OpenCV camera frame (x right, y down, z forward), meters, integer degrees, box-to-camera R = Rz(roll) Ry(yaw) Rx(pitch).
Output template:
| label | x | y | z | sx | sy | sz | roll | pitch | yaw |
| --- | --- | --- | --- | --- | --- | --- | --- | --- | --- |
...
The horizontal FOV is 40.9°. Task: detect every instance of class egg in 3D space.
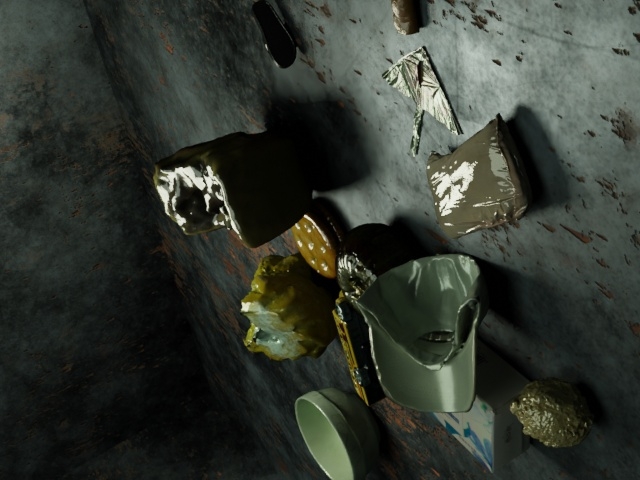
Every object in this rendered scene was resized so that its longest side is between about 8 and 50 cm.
| label | x | y | z | sx | sy | sz | roll | pitch | yaw |
| --- | --- | --- | --- | --- | --- | --- | --- | --- | --- |
| egg | 0.415 | 0.305 | 1.527 | 0.140 | 0.118 | 0.116 | 31 | 164 | 28 |

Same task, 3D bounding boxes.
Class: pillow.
| label | x | y | z | sx | sy | sz | roll | pitch | yaw |
| --- | --- | --- | --- | --- | --- | --- | --- | --- | --- |
| pillow | 0.262 | -0.100 | 1.464 | 0.173 | 0.067 | 0.270 | 68 | 158 | 0 |

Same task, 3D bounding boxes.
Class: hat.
| label | x | y | z | sx | sy | sz | roll | pitch | yaw |
| --- | --- | --- | --- | --- | --- | --- | --- | --- | --- |
| hat | 0.232 | 0.185 | 1.661 | 0.257 | 0.168 | 0.302 | -5 | 98 | 35 |

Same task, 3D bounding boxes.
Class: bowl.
| label | x | y | z | sx | sy | sz | roll | pitch | yaw |
| --- | --- | --- | --- | --- | --- | --- | --- | --- | --- |
| bowl | 0.068 | 0.572 | 2.563 | 0.307 | 0.163 | 0.307 | 48 | 154 | 33 |

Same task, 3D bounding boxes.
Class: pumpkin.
| label | x | y | z | sx | sy | sz | roll | pitch | yaw |
| --- | --- | --- | --- | --- | --- | --- | --- | --- | --- |
| pumpkin | 0.126 | 0.080 | 1.857 | 0.238 | 0.159 | 0.238 | 47 | 152 | 35 |

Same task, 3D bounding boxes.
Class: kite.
| label | x | y | z | sx | sy | sz | roll | pitch | yaw |
| --- | --- | --- | --- | --- | --- | --- | --- | --- | --- |
| kite | 0.180 | -0.244 | 1.560 | 0.229 | 0.012 | 0.250 | 48 | 156 | 35 |

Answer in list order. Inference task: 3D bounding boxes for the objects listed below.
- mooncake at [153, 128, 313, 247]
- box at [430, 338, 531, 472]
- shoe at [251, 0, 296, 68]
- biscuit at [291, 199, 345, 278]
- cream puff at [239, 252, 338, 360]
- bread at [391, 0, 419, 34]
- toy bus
| label | x | y | z | sx | sy | sz | roll | pitch | yaw |
| --- | --- | --- | --- | --- | --- | --- | --- | --- | --- |
| mooncake | -0.229 | -0.129 | 2.094 | 0.393 | 0.394 | 0.246 | -58 | -48 | -68 |
| box | 0.305 | 0.310 | 1.781 | 0.274 | 0.116 | 0.203 | 41 | 150 | 43 |
| shoe | -0.103 | -0.452 | 1.890 | 0.159 | 0.062 | 0.053 | 63 | 171 | -3 |
| biscuit | 0.000 | 0.000 | 2.175 | 0.220 | 0.066 | 0.220 | 48 | 155 | 31 |
| cream puff | -0.070 | 0.182 | 2.377 | 0.274 | 0.270 | 0.323 | 21 | 148 | 8 |
| bread | 0.141 | -0.387 | 1.441 | 0.047 | 0.036 | 0.083 | 35 | 148 | 47 |
| toy bus | 0.114 | 0.249 | 2.145 | 0.123 | 0.121 | 0.336 | 41 | 152 | 57 |
